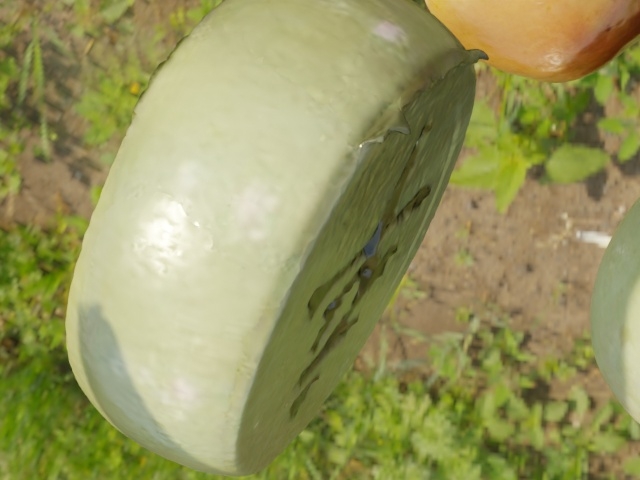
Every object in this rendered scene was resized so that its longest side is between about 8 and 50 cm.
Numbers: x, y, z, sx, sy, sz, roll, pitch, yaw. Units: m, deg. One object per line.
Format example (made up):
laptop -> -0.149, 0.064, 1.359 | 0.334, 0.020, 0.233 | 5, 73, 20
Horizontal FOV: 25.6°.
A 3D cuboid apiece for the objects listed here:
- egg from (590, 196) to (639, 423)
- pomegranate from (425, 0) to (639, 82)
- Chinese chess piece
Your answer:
egg -> 0.402, 0.031, 1.208 | 0.278, 0.278, 0.336 | 29, 133, -11
pomegranate -> 0.173, -0.223, 1.048 | 0.209, 0.209, 0.209 | 6, 130, 8
Chinese chess piece -> -0.013, -0.005, 0.514 | 0.083, 0.188, 0.188 | 27, 132, 14
